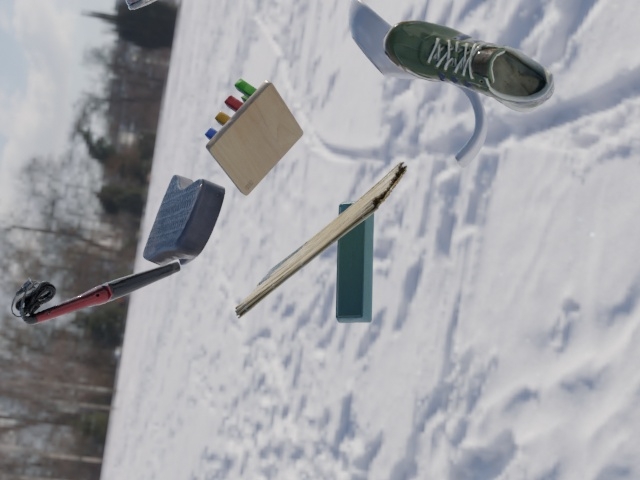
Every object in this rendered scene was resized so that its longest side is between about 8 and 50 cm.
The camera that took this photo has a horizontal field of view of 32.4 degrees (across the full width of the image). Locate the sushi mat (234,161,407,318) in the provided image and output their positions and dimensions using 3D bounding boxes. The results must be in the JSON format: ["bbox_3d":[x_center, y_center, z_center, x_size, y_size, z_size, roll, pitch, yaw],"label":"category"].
[{"bbox_3d":[0.000,0.000,1.649,0.316,0.019,0.151,-39,6,33],"label":"sushi mat"}]

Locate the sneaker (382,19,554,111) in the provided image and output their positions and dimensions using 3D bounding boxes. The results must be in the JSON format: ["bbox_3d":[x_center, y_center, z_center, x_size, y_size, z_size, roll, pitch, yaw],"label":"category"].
[{"bbox_3d":[0.166,-0.194,1.185,0.086,0.192,0.064,-177,108,-83],"label":"sneaker"}]

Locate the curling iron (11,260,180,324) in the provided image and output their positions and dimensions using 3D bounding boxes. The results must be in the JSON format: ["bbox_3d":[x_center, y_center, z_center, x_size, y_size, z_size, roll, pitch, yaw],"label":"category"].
[{"bbox_3d":[-0.342,0.073,1.708,0.035,0.274,0.068,31,128,54],"label":"curling iron"}]

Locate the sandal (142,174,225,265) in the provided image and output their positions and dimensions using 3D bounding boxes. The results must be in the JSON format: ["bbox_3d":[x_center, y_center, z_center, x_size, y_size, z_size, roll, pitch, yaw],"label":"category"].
[{"bbox_3d":[-0.132,-0.012,1.115,0.097,0.054,0.254,-68,16,-2],"label":"sandal"}]

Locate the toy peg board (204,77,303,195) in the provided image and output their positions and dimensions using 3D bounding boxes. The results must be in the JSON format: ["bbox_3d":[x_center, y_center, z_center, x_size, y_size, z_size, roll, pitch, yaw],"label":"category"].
[{"bbox_3d":[-0.134,-0.193,1.962,0.160,0.079,0.161,-48,-35,-9],"label":"toy peg board"}]

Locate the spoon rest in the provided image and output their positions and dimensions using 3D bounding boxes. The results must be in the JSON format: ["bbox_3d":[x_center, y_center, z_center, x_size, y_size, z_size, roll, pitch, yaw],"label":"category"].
[{"bbox_3d":[0.135,-0.228,1.492,0.084,0.276,0.137,-39,-12,6],"label":"spoon rest"}]

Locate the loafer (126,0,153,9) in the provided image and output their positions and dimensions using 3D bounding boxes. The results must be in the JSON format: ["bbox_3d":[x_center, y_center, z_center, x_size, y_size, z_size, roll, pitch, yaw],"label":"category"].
[{"bbox_3d":[-0.178,-0.266,1.133,0.039,0.045,0.125,65,163,-13],"label":"loafer"}]

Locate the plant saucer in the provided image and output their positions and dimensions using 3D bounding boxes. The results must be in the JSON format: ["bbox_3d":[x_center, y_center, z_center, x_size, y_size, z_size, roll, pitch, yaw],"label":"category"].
[{"bbox_3d":[0.051,0.031,1.701,0.067,0.018,0.192,-5,81,40],"label":"plant saucer"}]
